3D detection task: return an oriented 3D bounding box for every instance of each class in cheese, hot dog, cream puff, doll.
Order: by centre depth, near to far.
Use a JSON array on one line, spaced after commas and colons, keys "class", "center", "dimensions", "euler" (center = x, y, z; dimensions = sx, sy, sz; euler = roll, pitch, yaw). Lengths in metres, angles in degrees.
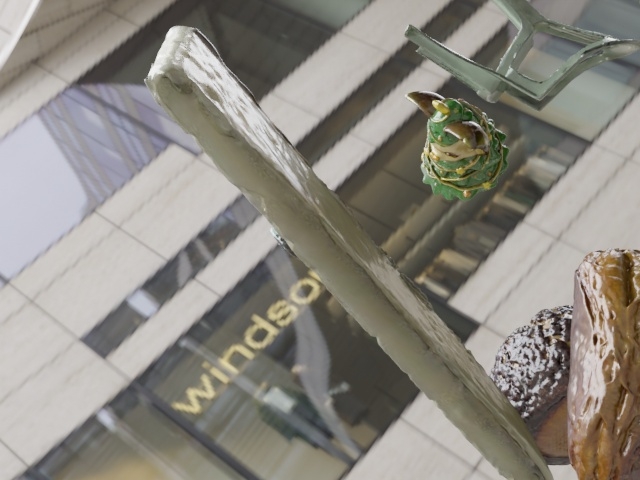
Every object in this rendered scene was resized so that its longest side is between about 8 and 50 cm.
[{"class": "cheese", "center": [0.032, 0.029, 0.676], "dimensions": [0.034, 0.085, 0.400], "euler": [-35, -65, 17]}, {"class": "doll", "center": [0.119, -0.092, 0.874], "dimensions": [0.076, 0.078, 0.113], "euler": [-38, -29, -16]}, {"class": "hot dog", "center": [0.272, 0.113, 0.920], "dimensions": [0.160, 0.099, 0.227], "euler": [19, -109, -36]}, {"class": "cream puff", "center": [0.335, 0.182, 1.418], "dimensions": [0.239, 0.165, 0.239], "euler": [-13, -42, -12]}]

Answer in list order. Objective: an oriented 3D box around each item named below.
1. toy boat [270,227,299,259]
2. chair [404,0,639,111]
[{"class": "toy boat", "center": [0.000, 0.000, 1.438], "dimensions": [0.140, 0.066, 0.059], "euler": [11, -59, -12]}, {"class": "chair", "center": [0.290, -0.282, 1.526], "dimensions": [0.190, 0.274, 0.203], "euler": [-54, -6, 8]}]
